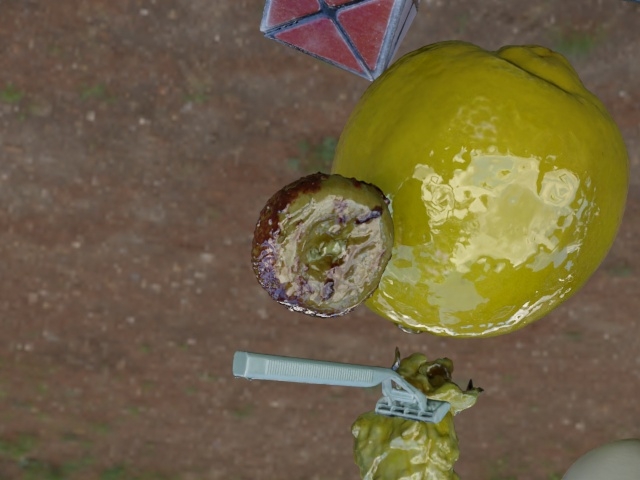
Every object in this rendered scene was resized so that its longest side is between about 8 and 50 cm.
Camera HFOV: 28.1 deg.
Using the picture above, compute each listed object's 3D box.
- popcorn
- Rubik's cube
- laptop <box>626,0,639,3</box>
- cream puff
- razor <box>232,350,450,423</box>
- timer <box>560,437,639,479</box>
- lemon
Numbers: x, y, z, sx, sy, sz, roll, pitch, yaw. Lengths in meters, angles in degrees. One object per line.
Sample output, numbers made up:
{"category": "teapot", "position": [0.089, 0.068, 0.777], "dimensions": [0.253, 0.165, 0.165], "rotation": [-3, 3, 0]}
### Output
{"category": "popcorn", "position": [0.128, 0.254, 1.675], "dimensions": [0.173, 0.195, 0.168], "rotation": [25, -165, -15]}
{"category": "Rubik's cube", "position": [0.062, -0.490, 2.354], "dimensions": [0.259, 0.260, 0.255], "rotation": [26, 142, 6]}
{"category": "laptop", "position": [0.307, -0.281, 1.100], "dimensions": [0.129, 0.016, 0.180], "rotation": [13, 134, 16]}
{"category": "cream puff", "position": [0.000, 0.000, 1.219], "dimensions": [0.149, 0.149, 0.084], "rotation": [20, -170, -33]}
{"category": "razor", "position": [0.018, 0.160, 1.488], "dimensions": [0.278, 0.056, 0.111], "rotation": [19, 169, -37]}
{"category": "timer", "position": [0.340, 0.327, 1.327], "dimensions": [0.233, 0.233, 0.240], "rotation": [6, 129, -6]}
{"category": "lemon", "position": [0.167, -0.055, 1.405], "dimensions": [0.348, 0.348, 0.348], "rotation": [3, 156, 1]}
